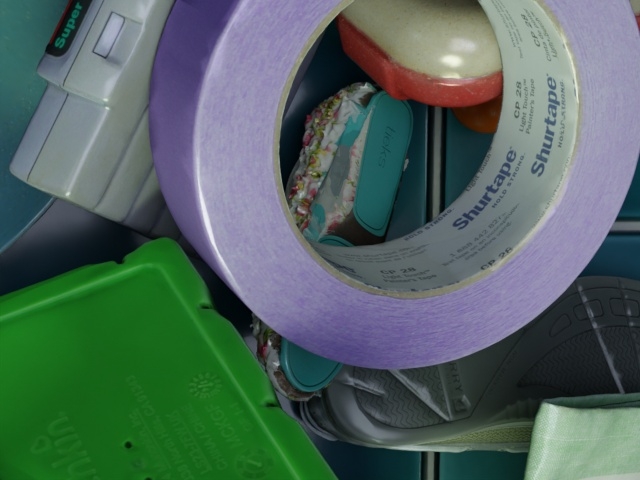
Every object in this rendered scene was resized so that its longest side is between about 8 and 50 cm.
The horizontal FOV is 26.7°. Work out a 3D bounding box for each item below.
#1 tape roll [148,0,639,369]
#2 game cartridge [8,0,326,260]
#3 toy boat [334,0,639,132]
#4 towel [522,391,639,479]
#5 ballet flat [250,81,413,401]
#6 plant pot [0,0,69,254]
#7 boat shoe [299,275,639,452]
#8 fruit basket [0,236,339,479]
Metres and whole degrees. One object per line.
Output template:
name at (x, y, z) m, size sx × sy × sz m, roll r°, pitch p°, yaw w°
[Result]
tape roll at (0.046, -0.069, 0.766) m, size 0.275 × 0.090 × 0.275 m, roll -7°, pitch 110°, yaw -21°
game cartridge at (-0.053, -0.171, 0.841) m, size 0.068 × 0.230 × 0.355 m, roll 24°, pitch 87°, yaw 25°
toy boat at (0.123, -0.141, 0.934) m, size 0.231 × 0.151 × 0.151 m, roll -23°, pitch 139°, yaw -22°
towel at (0.173, 0.257, 0.865) m, size 0.248 × 0.038 × 0.325 m, roll 5°, pitch 99°, yaw -52°
ballet flat at (0.000, 0.000, 0.903) m, size 0.091 × 0.077 × 0.241 m, roll 43°, pitch 56°, yaw -35°
plant pot at (-0.283, -0.120, 0.782) m, size 0.195 × 0.290 × 0.290 m, roll 38°, pitch 84°, yaw 22°
boat shoe at (0.145, 0.099, 0.975) m, size 0.320 × 0.103 × 0.118 m, roll -6°, pitch 76°, yaw -19°
fruit basket at (-0.071, 0.230, 0.790) m, size 0.283 × 0.392 × 0.392 m, roll -21°, pitch 98°, yaw -20°
